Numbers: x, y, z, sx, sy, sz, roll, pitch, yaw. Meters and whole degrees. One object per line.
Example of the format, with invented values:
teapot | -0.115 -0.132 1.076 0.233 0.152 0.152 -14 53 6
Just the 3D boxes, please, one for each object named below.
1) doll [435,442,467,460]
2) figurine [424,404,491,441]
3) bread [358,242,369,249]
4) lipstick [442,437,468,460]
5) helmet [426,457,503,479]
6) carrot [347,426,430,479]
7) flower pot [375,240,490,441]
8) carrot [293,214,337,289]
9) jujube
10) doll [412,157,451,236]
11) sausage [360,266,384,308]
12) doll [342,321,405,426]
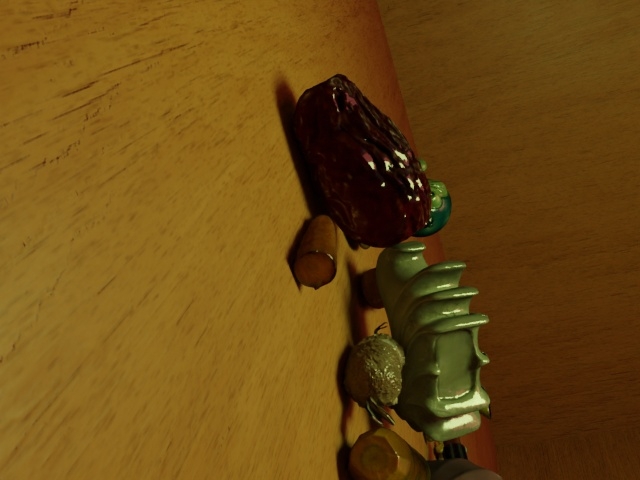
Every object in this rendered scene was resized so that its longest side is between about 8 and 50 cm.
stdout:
doll | 0.409 0.698 1.965 0.135 0.099 0.241 -132 -155 -73
figurine | 0.359 0.407 1.891 0.169 0.218 0.327 44 25 -12
bread | 0.120 -0.119 1.509 0.270 0.148 0.270 -10 90 -72
lipstick | 0.363 0.619 1.725 0.300 0.081 0.081 -93 164 -59
helmet | 0.285 0.591 1.304 0.271 0.197 0.338 51 34 -28
carrot | 0.125 0.403 1.172 0.302 0.114 0.114 55 27 -60
flower pot | 0.215 0.198 1.339 0.254 0.164 0.367 -156 -118 -64
carrot | 0.000 0.000 1.131 0.205 0.072 0.072 -79 152 -60
jujube | 0.071 -0.148 1.258 0.342 0.216 0.216 58 22 -22
doll | 0.307 -0.128 2.099 0.322 0.198 0.186 -96 179 -58
sausage | 0.152 0.107 1.542 0.238 0.098 0.098 0 77 -73
doll | 0.095 0.246 1.194 0.221 0.105 0.115 -67 152 -59
